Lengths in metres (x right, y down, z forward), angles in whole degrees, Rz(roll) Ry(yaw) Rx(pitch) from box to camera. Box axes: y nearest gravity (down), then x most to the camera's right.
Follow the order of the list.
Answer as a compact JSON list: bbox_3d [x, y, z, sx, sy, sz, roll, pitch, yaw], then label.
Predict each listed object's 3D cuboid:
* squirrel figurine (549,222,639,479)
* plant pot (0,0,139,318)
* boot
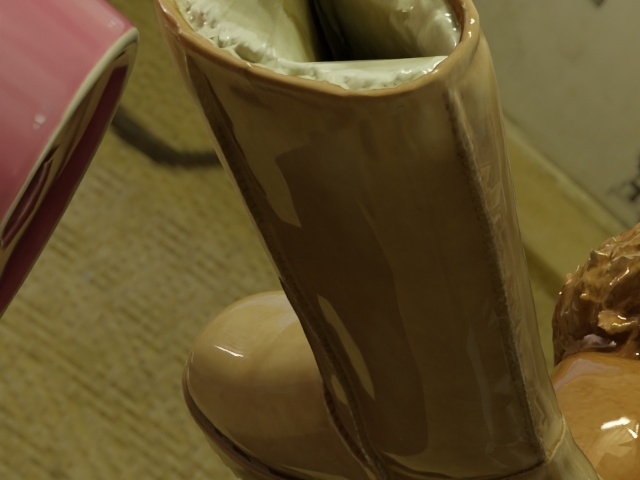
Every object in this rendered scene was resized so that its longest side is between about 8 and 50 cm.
[{"bbox_3d":[0.293,0.156,1.058,0.281,0.370,0.397,43,58,-48],"label":"squirrel figurine"},{"bbox_3d":[-0.160,-0.049,0.547,0.180,0.201,0.201,29,33,-1],"label":"plant pot"},{"bbox_3d":[0.000,0.000,0.689,0.236,0.269,0.089,22,59,39],"label":"boot"}]
